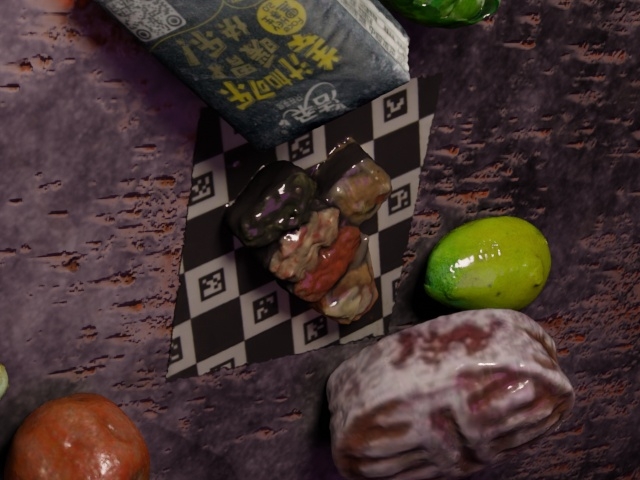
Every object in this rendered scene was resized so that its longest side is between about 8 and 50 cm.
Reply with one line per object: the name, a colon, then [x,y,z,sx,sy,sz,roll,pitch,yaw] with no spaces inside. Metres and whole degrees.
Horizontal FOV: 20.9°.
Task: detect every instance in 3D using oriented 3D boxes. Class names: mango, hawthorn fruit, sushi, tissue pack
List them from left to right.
hawthorn fruit: [-0.234,0.226,1.762,0.149,0.189,0.149,4,84,-47]
tissue pack: [-0.061,-0.203,1.601,0.185,0.081,0.257,-23,135,29]
sushi: [0.000,0.000,1.879,0.320,0.069,0.339,-9,122,-35]
mango: [0.199,0.032,2.034,0.178,0.100,0.119,-8,94,-37]

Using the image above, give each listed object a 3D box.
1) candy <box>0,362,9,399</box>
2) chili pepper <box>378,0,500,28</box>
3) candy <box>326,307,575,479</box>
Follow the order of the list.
candy: [-0.392,0.182,1.696,0.202,0.061,0.061,-37,135,-4]
chili pepper: [0.065,-0.344,1.612,0.213,0.167,0.385,-64,154,-11]
candy: [0.146,0.183,2.026,0.290,0.157,0.214,-20,137,10]
